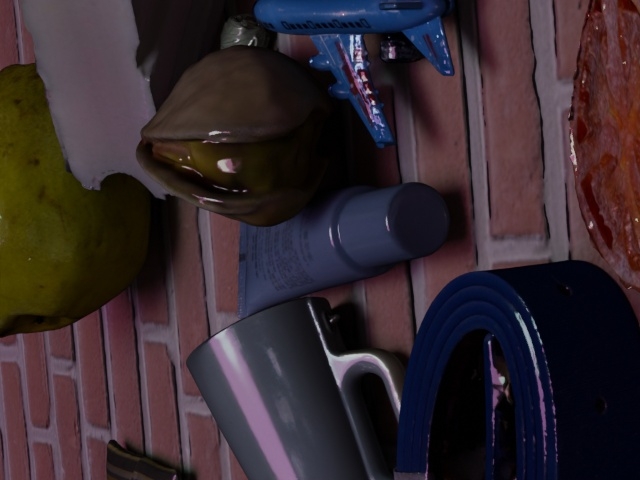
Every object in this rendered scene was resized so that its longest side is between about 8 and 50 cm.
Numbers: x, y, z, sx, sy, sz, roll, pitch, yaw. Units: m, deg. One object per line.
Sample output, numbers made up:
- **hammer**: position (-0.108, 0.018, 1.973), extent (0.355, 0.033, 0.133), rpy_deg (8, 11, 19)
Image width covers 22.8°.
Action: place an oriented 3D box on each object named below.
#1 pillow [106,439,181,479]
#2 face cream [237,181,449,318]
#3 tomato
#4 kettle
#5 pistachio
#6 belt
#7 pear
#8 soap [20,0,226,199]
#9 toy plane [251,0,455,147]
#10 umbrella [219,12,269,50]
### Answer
- **pillow**: position (-0.221, 0.374, 2.014), extent (0.208, 0.052, 0.212), rpy_deg (8, 102, 60)
- **face cream**: position (0.000, 0.000, 1.580), extent (0.385, 0.086, 0.135), rpy_deg (-12, 75, 62)
- **tomato**: position (0.257, -0.080, 1.132), extent (0.237, 0.095, 0.237), rpy_deg (171, 90, -77)
- **kettle**: position (0.006, 0.183, 1.572), extent (0.210, 0.160, 0.243), rpy_deg (-34, 72, 24)
- **pistachio**: position (-0.085, -0.107, 1.562), extent (0.288, 0.197, 0.166), rpy_deg (-112, 20, -79)
- **belt**: position (0.164, 0.189, 1.324), extent (0.212, 0.117, 0.347), rpy_deg (19, 111, 53)
- **pear**: position (-0.340, -0.064, 1.935), extent (0.287, 0.287, 0.375), rpy_deg (-24, 57, 56)
- **soap**: position (-0.234, -0.205, 1.665), extent (0.159, 0.258, 0.302), rpy_deg (13, 90, 24)
- **toy plane**: position (0.032, -0.216, 1.465), extent (0.271, 0.105, 0.254), rpy_deg (12, 105, 57)
- **umbrella**: position (-0.091, -0.175, 1.713), extent (0.067, 0.062, 0.143), rpy_deg (22, 117, 20)
